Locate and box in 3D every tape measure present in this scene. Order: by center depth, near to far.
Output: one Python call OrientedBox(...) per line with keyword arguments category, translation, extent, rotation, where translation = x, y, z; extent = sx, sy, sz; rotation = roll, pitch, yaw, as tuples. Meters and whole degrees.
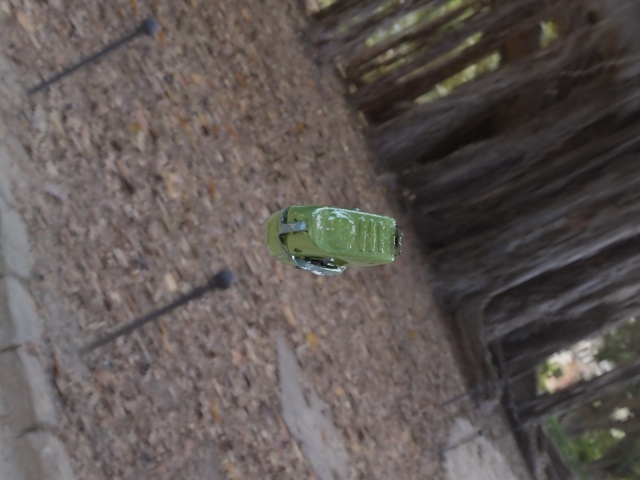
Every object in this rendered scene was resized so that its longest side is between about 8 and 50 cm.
OrientedBox(category="tape measure", translation=(0.000, 0.000, 1.653), extent=(0.200, 0.175, 0.106), rotation=(6, 80, -30))
